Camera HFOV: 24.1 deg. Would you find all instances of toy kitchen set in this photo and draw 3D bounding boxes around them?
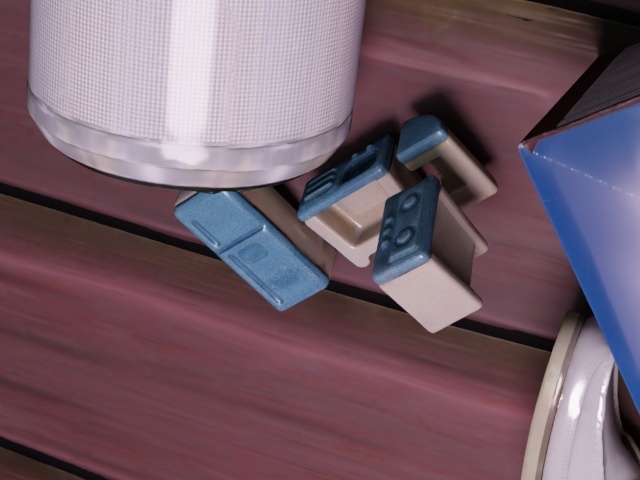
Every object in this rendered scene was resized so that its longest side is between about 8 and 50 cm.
[{"bbox_3d":[0.000,0.000,1.026,0.207,0.166,0.122,-30,119,31],"label":"toy kitchen set"}]

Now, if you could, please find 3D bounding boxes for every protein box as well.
[{"bbox_3d":[0.242,-0.022,0.904,0.136,0.201,0.200,-20,101,30],"label":"protein box"}]

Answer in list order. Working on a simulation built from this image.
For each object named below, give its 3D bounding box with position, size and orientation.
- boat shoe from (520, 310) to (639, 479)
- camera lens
[{"bbox_3d":[0.199,0.184,1.070,0.103,0.113,0.302,12,126,19],"label":"boat shoe"},{"bbox_3d":[-0.077,-0.182,0.972,0.219,0.219,0.274,16,117,18],"label":"camera lens"}]
